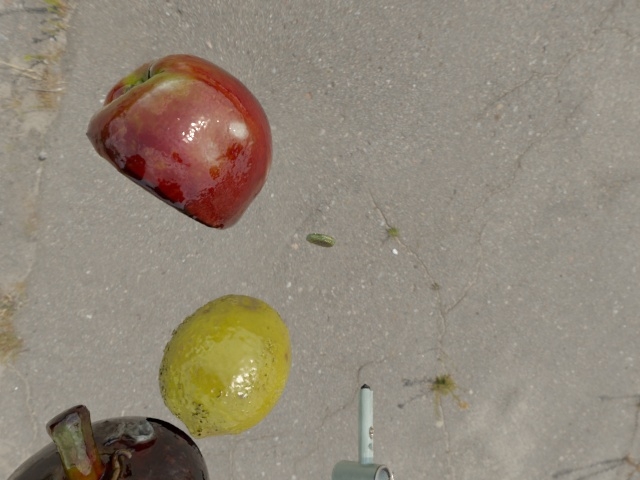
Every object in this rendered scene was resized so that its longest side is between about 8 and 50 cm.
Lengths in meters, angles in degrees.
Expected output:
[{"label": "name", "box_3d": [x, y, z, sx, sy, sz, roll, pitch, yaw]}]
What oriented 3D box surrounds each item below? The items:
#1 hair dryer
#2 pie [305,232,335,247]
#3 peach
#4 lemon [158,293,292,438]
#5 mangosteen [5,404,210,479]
[{"label": "hair dryer", "box_3d": [0.092, 0.453, 0.953, 0.073, 0.131, 0.237, 21, 63, -44]}, {"label": "pie", "box_3d": [0.000, 0.000, 1.167, 0.084, 0.084, 0.020, 17, 72, -15]}, {"label": "peach", "box_3d": [-0.192, -0.142, 0.655, 0.245, 0.249, 0.275, -23, 137, 12]}, {"label": "lemon", "box_3d": [-0.187, 0.247, 0.865, 0.257, 0.310, 0.258, 19, 141, 17]}, {"label": "mangosteen", "box_3d": [-0.233, 0.281, 0.438, 0.235, 0.236, 0.262, -2, 119, -10]}]
